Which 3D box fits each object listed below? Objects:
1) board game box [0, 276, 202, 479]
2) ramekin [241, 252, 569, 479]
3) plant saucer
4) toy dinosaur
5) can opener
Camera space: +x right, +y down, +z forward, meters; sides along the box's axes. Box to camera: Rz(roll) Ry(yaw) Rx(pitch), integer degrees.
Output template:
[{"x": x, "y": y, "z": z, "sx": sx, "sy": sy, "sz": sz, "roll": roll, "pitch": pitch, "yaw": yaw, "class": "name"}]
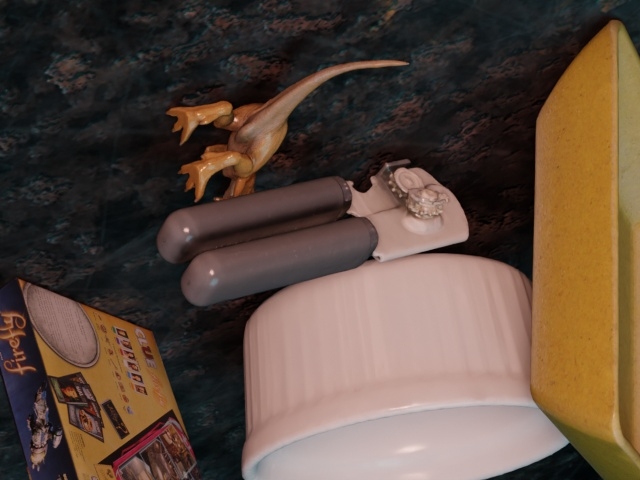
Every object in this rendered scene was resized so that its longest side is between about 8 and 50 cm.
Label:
[{"x": -0.157, "y": 0.156, "z": 1.280, "sx": 0.042, "sy": 0.243, "sz": 0.165, "roll": -35, "pitch": 146, "yaw": 20, "class": "board game box"}, {"x": 0.066, "y": 0.114, "z": 1.406, "sx": 0.277, "sy": 0.135, "sz": 0.277, "roll": -7, "pitch": 159, "yaw": -3, "class": "ramekin"}, {"x": 0.237, "y": 0.049, "z": 1.344, "sx": 0.081, "sy": 0.332, "sz": 0.333, "roll": -7, "pitch": 154, "yaw": 22, "class": "plant saucer"}, {"x": -0.043, "y": -0.080, "z": 1.192, "sx": 0.112, "sy": 0.064, "sz": 0.211, "roll": -15, "pitch": 160, "yaw": -36, "class": "toy dinosaur"}, {"x": 0.000, "y": 0.000, "z": 1.250, "sx": 0.280, "sy": 0.074, "sz": 0.093, "roll": -11, "pitch": 149, "yaw": -45, "class": "can opener"}]
